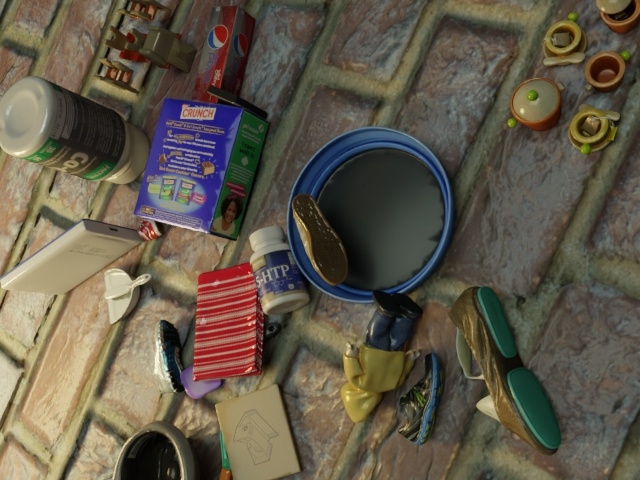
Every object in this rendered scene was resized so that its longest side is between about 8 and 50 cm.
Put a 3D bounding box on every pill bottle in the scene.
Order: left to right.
[{"bbox_3d":[-0.632,-0.272,1.763,0.204,0.361,0.204,-6,78,28],"label":"pill bottle"},{"bbox_3d":[-0.101,0.068,1.560,0.112,0.112,0.187,-26,70,22],"label":"pill bottle"}]

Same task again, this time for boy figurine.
[{"bbox_3d":[0.122,0.248,1.392,0.092,0.177,0.285,52,131,54],"label":"boy figurine"}]

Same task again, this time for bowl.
[{"bbox_3d":[0.110,-0.054,1.489,0.391,0.077,0.391,-5,79,27],"label":"bowl"}]

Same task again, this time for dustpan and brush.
[{"bbox_3d":[-0.514,0.128,1.798,0.211,0.060,0.147,-21,72,24],"label":"dustpan and brush"}]

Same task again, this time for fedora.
[{"bbox_3d":[-0.372,0.574,1.603,0.243,0.124,0.275,-20,64,21],"label":"fedora"}]

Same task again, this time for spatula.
[{"bbox_3d":[-0.214,0.283,1.627,0.296,0.030,0.084,-36,67,17],"label":"spatula"}]

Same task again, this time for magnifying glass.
[{"bbox_3d":[-0.212,0.513,1.587,0.092,0.026,0.231,13,88,29],"label":"magnifying glass"}]

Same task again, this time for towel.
[{"bbox_3d":[-0.224,0.194,1.626,0.199,0.031,0.275,-12,66,27],"label":"towel"}]

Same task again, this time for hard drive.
[{"bbox_3d":[-0.663,0.050,1.806,0.318,0.210,0.040,-31,69,20],"label":"hard drive"},{"bbox_3d":[-0.204,-0.342,1.676,0.094,0.135,0.022,27,95,30],"label":"hard drive"}]

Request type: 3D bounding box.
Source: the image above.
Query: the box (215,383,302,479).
[{"bbox_3d":[-0.144,0.450,1.545,0.164,0.021,0.201,-21,73,12],"label":"box"}]

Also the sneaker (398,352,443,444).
[{"bbox_3d":[0.202,0.319,1.376,0.078,0.067,0.188,15,91,23],"label":"sneaker"}]

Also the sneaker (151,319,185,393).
[{"bbox_3d":[-0.400,0.297,1.704,0.083,0.071,0.191,-22,71,29],"label":"sneaker"}]

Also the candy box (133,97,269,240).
[{"bbox_3d":[-0.304,-0.184,1.709,0.268,0.122,0.317,14,89,30],"label":"candy box"}]

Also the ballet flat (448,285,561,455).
[{"bbox_3d":[0.338,0.257,1.302,0.124,0.116,0.342,-40,63,39],"label":"ballet flat"}]

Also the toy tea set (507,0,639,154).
[{"bbox_3d":[0.499,-0.344,1.307,0.200,0.124,0.336,17,89,30],"label":"toy tea set"}]

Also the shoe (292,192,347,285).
[{"bbox_3d":[0.000,0.000,1.469,0.076,0.058,0.219,-20,73,-9],"label":"shoe"}]

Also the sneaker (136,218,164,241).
[{"bbox_3d":[-0.470,-0.054,1.819,0.067,0.042,0.118,-29,71,17],"label":"sneaker"}]

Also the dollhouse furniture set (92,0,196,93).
[{"bbox_3d":[-0.485,-0.539,1.891,0.259,0.135,0.262,21,91,41],"label":"dollhouse furniture set"}]

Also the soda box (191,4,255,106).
[{"bbox_3d":[-0.251,-0.470,1.755,0.092,0.083,0.263,10,86,30],"label":"soda box"}]
